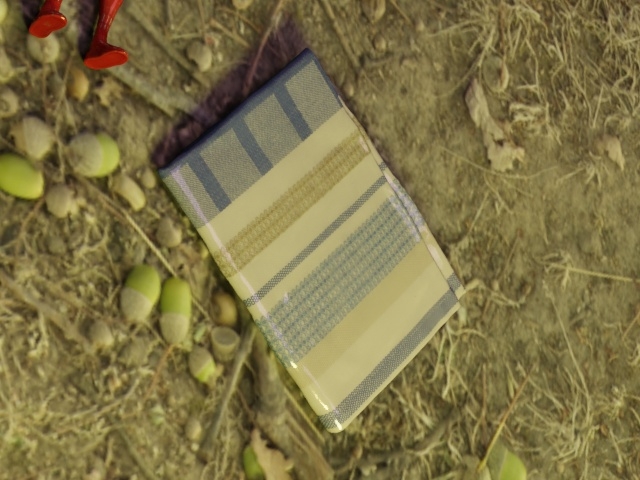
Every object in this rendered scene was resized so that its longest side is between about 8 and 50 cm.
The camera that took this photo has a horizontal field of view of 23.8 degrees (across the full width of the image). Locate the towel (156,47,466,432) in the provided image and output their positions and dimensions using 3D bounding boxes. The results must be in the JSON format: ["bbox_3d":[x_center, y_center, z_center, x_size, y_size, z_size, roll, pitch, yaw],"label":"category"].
[{"bbox_3d":[0.000,0.000,1.320,0.209,0.034,0.285,-44,110,-33],"label":"towel"}]

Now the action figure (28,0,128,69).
[{"bbox_3d":[-0.128,-0.283,1.188,0.091,0.139,0.280,29,63,-36],"label":"action figure"}]
